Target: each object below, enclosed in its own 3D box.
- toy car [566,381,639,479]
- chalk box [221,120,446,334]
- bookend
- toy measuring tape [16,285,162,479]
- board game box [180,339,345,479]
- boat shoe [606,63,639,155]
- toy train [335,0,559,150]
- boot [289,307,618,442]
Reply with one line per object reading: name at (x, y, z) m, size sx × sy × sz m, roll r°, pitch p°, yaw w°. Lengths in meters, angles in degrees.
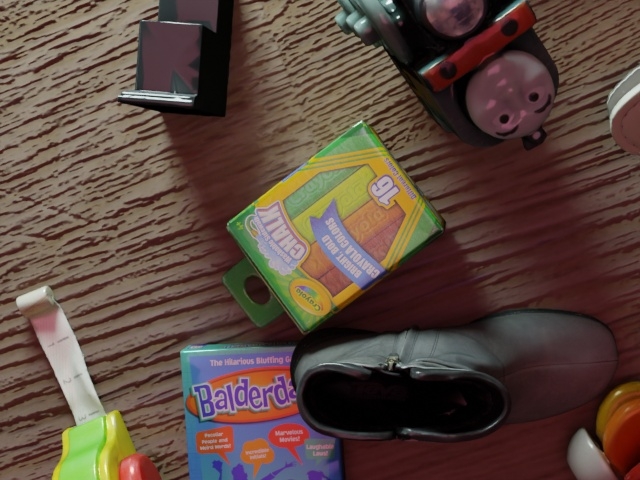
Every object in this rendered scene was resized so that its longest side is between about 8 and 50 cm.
toy car at (0.337, 0.221, 1.060) m, size 0.159 × 0.136 × 0.182 m, roll -36°, pitch 89°, yaw 7°
chalk box at (0.000, 0.000, 1.087) m, size 0.213 × 0.132 × 0.132 m, roll -38°, pitch 88°, yaw 7°
bookend at (-0.135, -0.202, 1.077) m, size 0.072 × 0.157 × 0.156 m, roll 5°, pitch 95°, yaw 6°
toy measuring tape at (-0.244, 0.207, 1.136) m, size 0.121 × 0.121 × 0.330 m, roll -23°, pitch 91°, yaw 7°
board game box at (-0.056, 0.210, 1.148) m, size 0.160 × 0.047 × 0.210 m, roll -4°, pitch 92°, yaw 6°
boat shoe at (0.414, -0.186, 1.049) m, size 0.324 × 0.097 × 0.117 m, roll -27°, pitch 131°, yaw 11°
toy train at (0.115, -0.179, 0.976) m, size 0.142 × 0.334 × 0.190 m, roll -36°, pitch 104°, yaw 5°
boot at (0.140, 0.135, 1.017) m, size 0.338 × 0.222 × 0.118 m, roll -6°, pitch 92°, yaw -7°
